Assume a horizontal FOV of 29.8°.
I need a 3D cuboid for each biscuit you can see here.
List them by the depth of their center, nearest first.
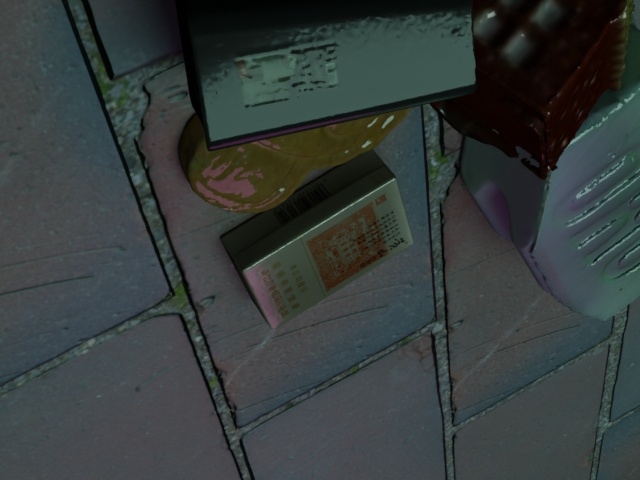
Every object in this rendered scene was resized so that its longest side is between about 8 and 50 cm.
[{"bbox_3d":[0.013,-0.170,1.185,0.376,0.051,0.269,-50,144,18],"label":"biscuit"}]

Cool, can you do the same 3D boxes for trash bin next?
[{"bbox_3d":[0.001,-0.162,1.009,0.226,0.165,0.115,-9,111,-8],"label":"trash bin"}]

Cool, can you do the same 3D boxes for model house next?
[{"bbox_3d":[0.232,-0.214,1.189,0.254,0.160,0.196,-50,162,-2],"label":"model house"}]

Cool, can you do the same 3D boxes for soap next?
[{"bbox_3d":[0.332,-0.077,1.474,0.261,0.156,0.446,-38,146,2],"label":"soap"}]

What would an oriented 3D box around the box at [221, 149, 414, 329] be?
[{"bbox_3d":[0.000,0.000,1.361,0.201,0.058,0.141,-31,145,-9],"label":"box"}]
